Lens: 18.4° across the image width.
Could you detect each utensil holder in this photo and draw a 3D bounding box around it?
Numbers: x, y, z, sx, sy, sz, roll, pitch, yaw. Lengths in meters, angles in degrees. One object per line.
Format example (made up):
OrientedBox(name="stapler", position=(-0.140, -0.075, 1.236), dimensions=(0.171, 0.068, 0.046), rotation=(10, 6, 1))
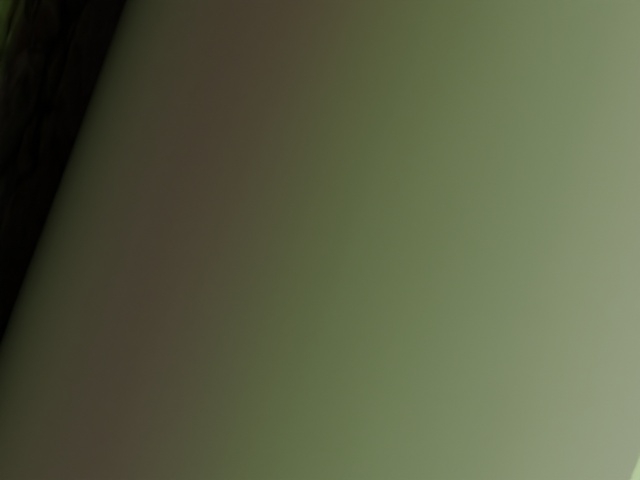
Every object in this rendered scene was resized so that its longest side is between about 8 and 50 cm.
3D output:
OrientedBox(name="utensil holder", position=(0.061, 0.019, 0.711), dimensions=(0.327, 0.328, 0.385), rotation=(57, 52, -76))
